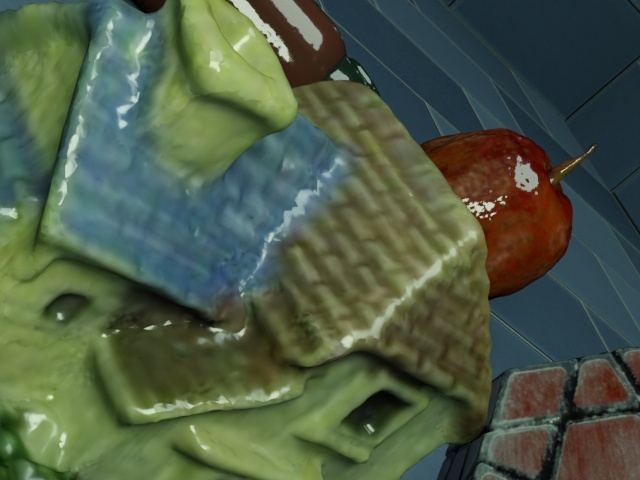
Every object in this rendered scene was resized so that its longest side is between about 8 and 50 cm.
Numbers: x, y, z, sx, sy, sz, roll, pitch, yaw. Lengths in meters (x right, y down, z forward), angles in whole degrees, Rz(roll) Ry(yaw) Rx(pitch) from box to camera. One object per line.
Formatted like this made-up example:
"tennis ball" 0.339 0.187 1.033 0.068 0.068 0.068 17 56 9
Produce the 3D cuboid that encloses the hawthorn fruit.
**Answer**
"hawthorn fruit" 0.205 -0.041 1.501 0.207 0.243 0.207 59 11 -18

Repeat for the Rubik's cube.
"Rubik's cube" 0.208 0.217 0.914 0.319 0.319 0.264 19 60 -58

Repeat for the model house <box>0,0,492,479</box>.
"model house" -0.069 0.044 0.625 0.321 0.266 0.261 30 21 -46

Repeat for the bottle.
"bottle" -0.076 -0.219 1.385 0.336 0.144 0.144 48 17 -10
